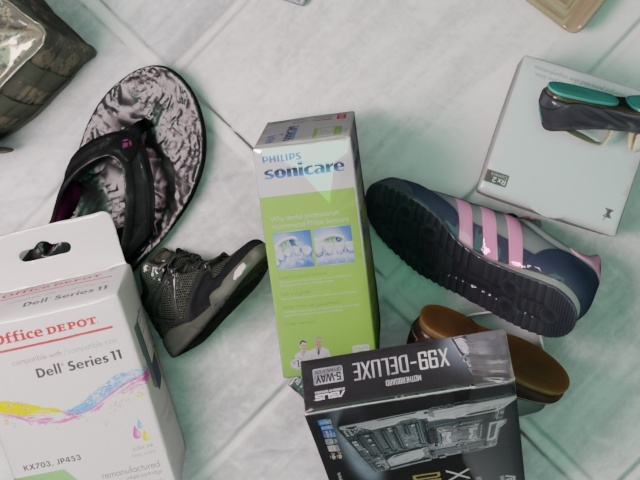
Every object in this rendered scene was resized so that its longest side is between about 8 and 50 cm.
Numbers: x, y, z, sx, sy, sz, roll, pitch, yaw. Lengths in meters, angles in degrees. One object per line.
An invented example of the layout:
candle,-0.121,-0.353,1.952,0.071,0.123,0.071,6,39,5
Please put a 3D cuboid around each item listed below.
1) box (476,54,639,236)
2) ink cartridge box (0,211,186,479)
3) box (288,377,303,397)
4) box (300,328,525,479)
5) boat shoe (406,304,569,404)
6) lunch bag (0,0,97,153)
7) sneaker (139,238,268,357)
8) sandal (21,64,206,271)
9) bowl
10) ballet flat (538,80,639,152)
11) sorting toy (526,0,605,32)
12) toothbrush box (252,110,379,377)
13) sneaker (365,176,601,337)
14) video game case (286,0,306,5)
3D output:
box,0.307,-0.117,1.725,0.180,0.119,0.182,19,93,3
ink cartridge box,-0.315,0.161,1.731,0.207,0.119,0.354,-13,109,5
box,0.009,0.181,1.806,0.067,0.018,0.083,41,94,2
box,0.120,0.233,1.668,0.242,0.307,0.077,-9,54,4
boat shoe,0.207,0.151,1.718,0.207,0.073,0.073,27,131,7
lunch bag,-0.450,-0.192,1.722,0.287,0.235,0.169,-44,86,5
sneaker,-0.157,0.044,1.748,0.130,0.087,0.227,53,132,7
sandal,-0.287,-0.018,1.779,0.167,0.107,0.446,29,94,3
bowl,0.218,0.160,1.773,0.142,0.053,0.142,-8,92,4
ballet flat,0.356,-0.143,1.633,0.203,0.074,0.074,7,92,-3
sorting toy,0.305,-0.397,1.762,0.208,0.038,0.193,38,94,7
toothbrush box,0.000,0.000,1.684,0.122,0.206,0.283,-8,102,5
sneaker,0.210,0.002,1.757,0.319,0.131,0.112,33,138,16
video game case,-0.077,-0.429,1.793,0.183,0.023,0.201,18,93,4
